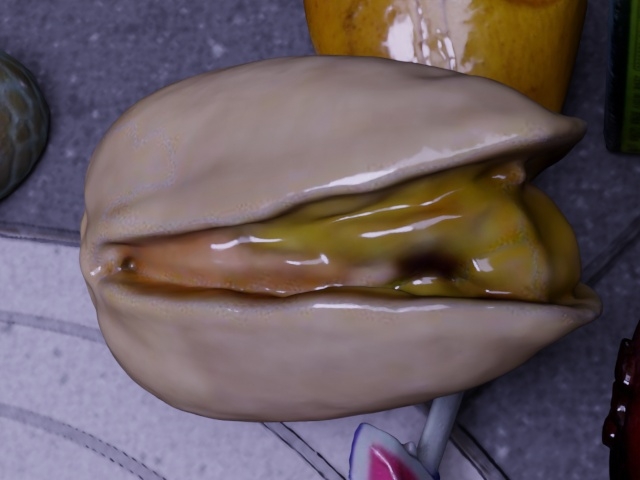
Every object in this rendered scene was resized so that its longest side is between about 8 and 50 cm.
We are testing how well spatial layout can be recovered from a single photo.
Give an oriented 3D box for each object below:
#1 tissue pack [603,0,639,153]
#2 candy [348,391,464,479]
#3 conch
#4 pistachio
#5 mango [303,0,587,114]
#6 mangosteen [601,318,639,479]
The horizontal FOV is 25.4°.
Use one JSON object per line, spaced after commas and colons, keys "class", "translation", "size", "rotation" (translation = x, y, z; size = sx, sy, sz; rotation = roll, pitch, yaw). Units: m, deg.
{"class": "tissue pack", "translation": [0.193, -0.159, 0.733], "size": [0.073, 0.235, 0.173], "rotation": [12, 76, 13]}
{"class": "candy", "translation": [0.051, 0.143, 0.749], "size": [0.124, 0.124, 0.365], "rotation": [16, 68, 14]}
{"class": "conch", "translation": [-0.245, -0.061, 0.854], "size": [0.173, 0.106, 0.116], "rotation": [-32, 88, -16]}
{"class": "pistachio", "translation": [0.000, 0.000, 0.731], "size": [0.299, 0.187, 0.187], "rotation": [-2, 71, 31]}
{"class": "mango", "translation": [0.067, -0.143, 0.811], "size": [0.154, 0.126, 0.252], "rotation": [-8, 78, -4]}
{"class": "mangosteen", "translation": [0.237, 0.094, 0.684], "size": [0.200, 0.200, 0.200], "rotation": [-3, 72, 9]}
